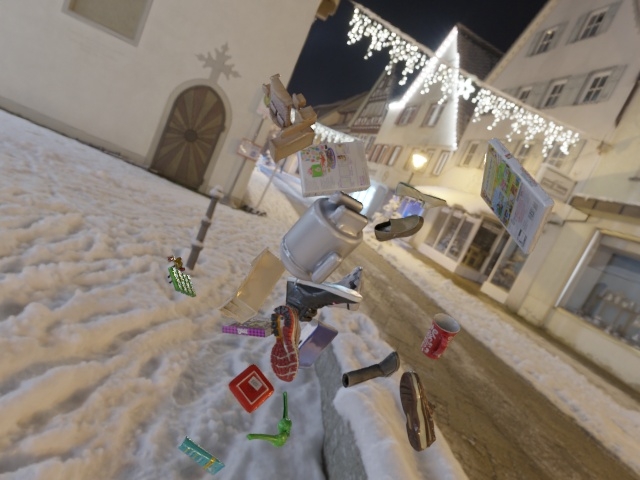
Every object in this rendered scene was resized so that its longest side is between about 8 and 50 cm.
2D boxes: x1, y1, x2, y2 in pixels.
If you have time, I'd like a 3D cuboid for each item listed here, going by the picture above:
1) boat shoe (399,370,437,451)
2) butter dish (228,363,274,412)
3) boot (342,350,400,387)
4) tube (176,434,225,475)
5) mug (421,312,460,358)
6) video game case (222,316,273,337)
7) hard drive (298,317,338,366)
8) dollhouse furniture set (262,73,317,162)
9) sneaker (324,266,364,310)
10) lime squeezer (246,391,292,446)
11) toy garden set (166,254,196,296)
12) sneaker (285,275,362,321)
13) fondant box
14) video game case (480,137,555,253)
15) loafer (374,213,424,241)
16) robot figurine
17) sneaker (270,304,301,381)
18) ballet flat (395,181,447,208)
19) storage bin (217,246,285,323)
[{"bbox_3d":[0.320,0.535,1.300,0.095,0.257,0.095,-10,8,-21],"label":"boat shoe"},{"bbox_3d":[-0.314,0.661,1.789,0.160,0.118,0.160,48,50,10],"label":"butter dish"},{"bbox_3d":[0.201,0.522,1.633,0.209,0.189,0.076,0,42,-17],"label":"boot"},{"bbox_3d":[-0.489,0.878,1.651,0.207,0.080,0.052,44,21,-12],"label":"tube"},{"bbox_3d":[0.481,0.408,1.678,0.113,0.169,0.150,35,35,28],"label":"mug"},{"bbox_3d":[-0.302,0.399,1.891,0.232,0.041,0.210,0,3,24],"label":"video game case"},{"bbox_3d":[-0.041,0.413,1.588,0.040,0.210,0.318,39,-4,23],"label":"hard drive"},{"bbox_3d":[-0.188,-0.509,1.563,0.355,0.174,0.303,59,-13,9],"label":"dollhouse furniture set"},{"bbox_3d":[0.113,0.239,2.123,0.211,0.137,0.365,1,24,12],"label":"sneaker"},{"bbox_3d":[-0.146,0.615,1.343,0.110,0.058,0.310,38,13,10],"label":"lime squeezer"},{"bbox_3d":[-0.657,0.157,1.852,0.244,0.049,0.203,89,-22,-75],"label":"toy garden set"},{"bbox_3d":[0.002,0.218,1.387,0.296,0.146,0.105,9,-3,30],"label":"sneaker"},{"bbox_3d":[0.062,-0.351,1.993,0.331,0.238,0.096,-7,-7,-9],"label":"fondant box"},{"bbox_3d":[0.451,-0.099,0.954,0.206,0.026,0.227,65,3,31],"label":"video game case"},{"bbox_3d":[0.213,-0.037,1.122,0.050,0.148,0.056,40,38,-42],"label":"loafer"},{"bbox_3d":[0.000,0.000,1.332,0.200,0.353,0.299,26,36,-27],"label":"robot figurine"},{"bbox_3d":[-0.090,0.305,1.205,0.088,0.225,0.093,-1,-6,23],"label":"sneaker"},{"bbox_3d":[0.454,-0.189,1.853,0.249,0.086,0.086,21,9,-6],"label":"ballet flat"},{"bbox_3d":[-0.285,0.195,1.700,0.123,0.262,0.260,38,-32,-11],"label":"storage bin"}]
